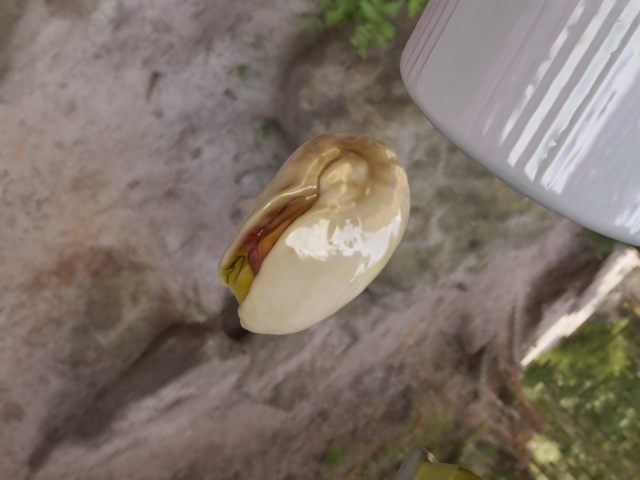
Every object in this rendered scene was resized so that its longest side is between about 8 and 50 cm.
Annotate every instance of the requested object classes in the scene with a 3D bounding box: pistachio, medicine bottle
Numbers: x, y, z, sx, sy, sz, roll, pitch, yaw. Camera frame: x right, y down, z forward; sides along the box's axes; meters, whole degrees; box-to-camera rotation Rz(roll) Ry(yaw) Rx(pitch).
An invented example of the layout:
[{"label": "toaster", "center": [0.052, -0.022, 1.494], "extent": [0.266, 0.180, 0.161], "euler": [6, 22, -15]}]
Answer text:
[{"label": "pistachio", "center": [0.000, 0.000, 1.015], "extent": [0.145, 0.117, 0.200], "euler": [-10, 143, -47]}, {"label": "medicine bottle", "center": [0.188, -0.198, 0.519], "extent": [0.242, 0.242, 0.395], "euler": [-16, 145, -58]}]

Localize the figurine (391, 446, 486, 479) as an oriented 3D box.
[{"label": "figurine", "center": [0.143, 0.176, 0.366], "extent": [0.285, 0.342, 0.167], "euler": [-4, -167, 44]}]
